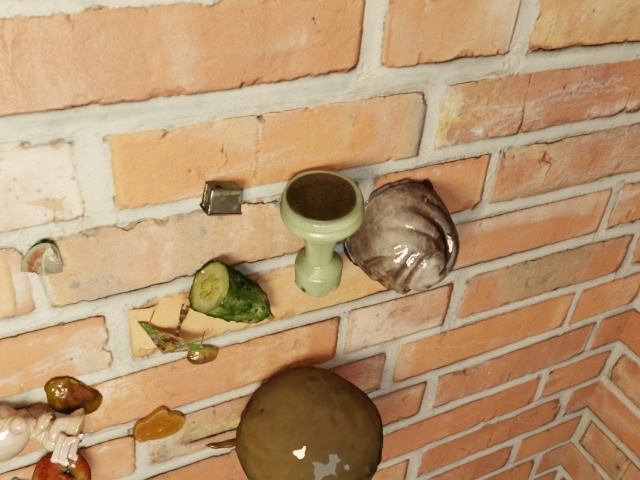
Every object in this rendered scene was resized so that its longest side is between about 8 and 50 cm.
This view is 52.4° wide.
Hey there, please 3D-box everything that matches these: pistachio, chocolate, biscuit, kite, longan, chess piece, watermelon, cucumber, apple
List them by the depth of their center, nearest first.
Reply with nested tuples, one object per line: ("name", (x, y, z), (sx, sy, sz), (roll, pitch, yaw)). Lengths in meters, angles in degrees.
("watermelon", (-0.559, 0.045, 1.318), (0.085, 0.061, 0.085), (-16, 139, -14))
("chess piece", (0.000, 0.000, 1.557), (0.194, 0.195, 0.299), (-18, 140, -19))
("kite", (-0.342, 0.221, 1.563), (0.198, 0.006, 0.244), (22, 136, -15))
("pistachio", (-0.598, 0.391, 1.574), (0.089, 0.049, 0.173), (-39, 135, 3))
("cucumber", (-0.195, 0.148, 1.586), (0.134, 0.134, 0.244), (-47, 137, 8))
("apple", (-0.656, 0.610, 1.645), (0.146, 0.146, 0.131), (13, 134, -38))
("chocolate", (0.236, 0.017, 1.683), (0.303, 0.213, 0.303), (-17, 133, -19))
("biscuit", (-0.438, 0.497, 1.773), (0.140, 0.023, 0.118), (-1, 124, -30))
("longan", (-0.018, 0.564, 1.836), (0.404, 0.404, 0.436), (-40, 131, 2))

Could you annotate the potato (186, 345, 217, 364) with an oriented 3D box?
("potato", (-0.306, 0.297, 1.686), (0.083, 0.040, 0.051), (1, 129, -30))

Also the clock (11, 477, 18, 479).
("clock", (-0.784, 0.767, 1.710), (0.262, 0.116, 0.231), (-46, 134, 6))

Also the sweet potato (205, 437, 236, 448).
("sweet potato", (-0.288, 0.614, 1.956), (0.115, 0.026, 0.026), (-1, 124, -32))

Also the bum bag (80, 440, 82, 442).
("bum bag", (-0.655, 0.493, 1.629), (0.124, 0.034, 0.058), (22, 124, -40))

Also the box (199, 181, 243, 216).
("box", (-0.215, -0.093, 1.428), (0.084, 0.060, 0.063), (-2, 117, -30))

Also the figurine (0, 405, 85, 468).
("figurine", (-0.681, 0.447, 1.493), (0.256, 0.182, 0.145), (11, 95, -9))
